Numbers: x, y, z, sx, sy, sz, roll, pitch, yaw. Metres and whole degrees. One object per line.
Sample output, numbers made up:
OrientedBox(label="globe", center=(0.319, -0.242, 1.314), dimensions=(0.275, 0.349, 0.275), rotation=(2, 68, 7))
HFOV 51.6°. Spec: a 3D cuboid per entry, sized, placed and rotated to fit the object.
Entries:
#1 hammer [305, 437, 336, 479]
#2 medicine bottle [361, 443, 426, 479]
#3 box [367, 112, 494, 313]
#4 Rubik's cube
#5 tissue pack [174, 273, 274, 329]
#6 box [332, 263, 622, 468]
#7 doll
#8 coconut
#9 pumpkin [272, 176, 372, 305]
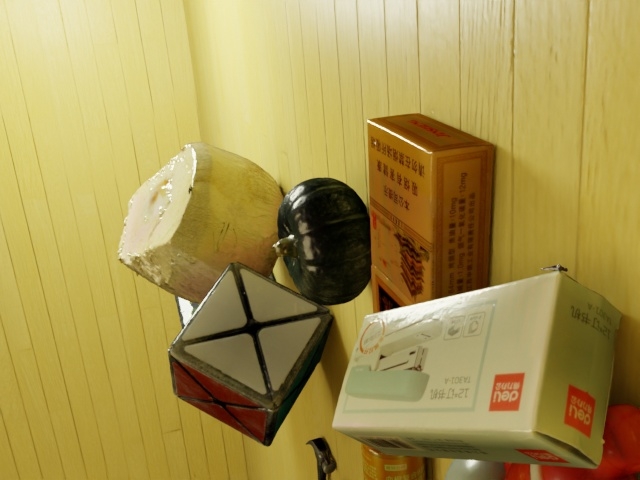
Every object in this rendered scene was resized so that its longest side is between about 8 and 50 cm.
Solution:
OrientedBox(label="hammer", center=(0.003, 0.621, 1.670), dimensions=(0.137, 0.037, 0.289), rotation=(-126, 30, -57))
OrientedBox(label="medicine bottle", center=(0.111, 0.341, 0.990), dimensions=(0.096, 0.096, 0.192), rotation=(-137, 40, -66))
OrientedBox(label="box", center=(0.122, 0.004, 0.772), dimensions=(0.174, 0.076, 0.274), rotation=(-129, 32, -63))
OrientedBox(label="Rubik's cube", center=(-0.145, 0.241, 1.401), dimensions=(0.260, 0.255, 0.259), rotation=(-59, -9, -31))
OrientedBox(label="tissue pack", center=(-0.243, 0.207, 1.822), dimensions=(0.394, 0.288, 0.124), rotation=(-116, 21, -45))
OrientedBox(label="box", center=(0.126, 0.119, 0.591), dimensions=(0.269, 0.079, 0.135), rotation=(-22, 43, 55))
OrientedBox(label="doll", center=(0.200, 0.253, 0.620), dimensions=(0.336, 0.105, 0.199), rotation=(122, 135, -57))
OrientedBox(label="coconut", center=(-0.253, -0.025, 1.624), dimensions=(0.404, 0.405, 0.404), rotation=(170, 90, -75))
OrientedBox(label="pumpkin", center=(0.002, 0.000, 1.055), dimensions=(0.211, 0.152, 0.211), rotation=(38, 137, 46))
